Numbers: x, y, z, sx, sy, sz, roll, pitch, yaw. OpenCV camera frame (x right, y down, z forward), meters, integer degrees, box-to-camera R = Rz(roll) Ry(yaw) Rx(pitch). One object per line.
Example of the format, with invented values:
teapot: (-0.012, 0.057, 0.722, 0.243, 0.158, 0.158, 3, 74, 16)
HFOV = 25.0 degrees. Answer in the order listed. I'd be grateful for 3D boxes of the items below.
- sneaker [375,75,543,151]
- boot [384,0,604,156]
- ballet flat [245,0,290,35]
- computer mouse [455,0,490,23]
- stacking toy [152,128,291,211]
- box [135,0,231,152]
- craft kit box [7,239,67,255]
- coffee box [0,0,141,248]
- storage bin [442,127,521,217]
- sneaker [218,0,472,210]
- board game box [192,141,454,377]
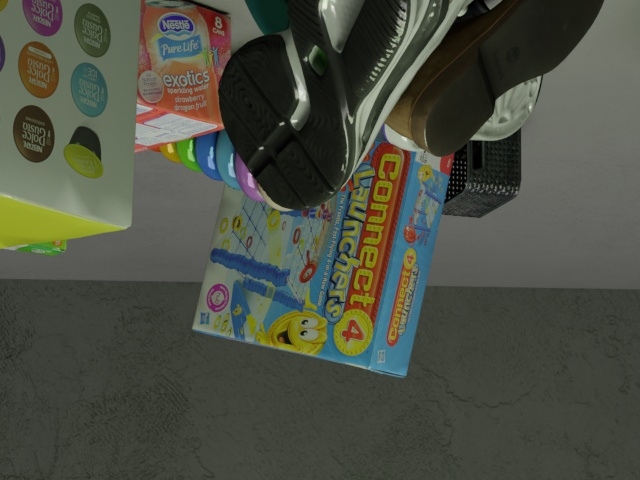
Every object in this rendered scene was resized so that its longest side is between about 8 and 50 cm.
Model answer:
sneaker: (0.102, -0.205, 1.766, 0.236, 0.130, 0.323, 26, -152, 32)
boot: (0.173, -0.212, 1.479, 0.115, 0.305, 0.112, 31, 151, 40)
ballet flat: (-0.021, -0.282, 1.387, 0.123, 0.123, 0.348, 1, 170, 1)
computer mouse: (0.153, -0.276, 1.524, 0.184, 0.060, 0.262, -25, 165, 18)
stacking toy: (-0.155, -0.145, 1.866, 0.330, 0.141, 0.141, 18, 177, 27)
box: (-0.258, -0.189, 1.736, 0.154, 0.142, 0.300, 12, 164, -43)
craft kit box: (-0.433, -0.120, 1.826, 0.246, 0.250, 0.061, 10, 166, -31)
coffee box: (-0.401, -0.177, 1.341, 0.338, 0.334, 0.337, -7, 165, 34)
storage bin: (0.222, -0.110, 2.117, 0.084, 0.122, 0.180, 5, 168, -15)
sneaker: (0.075, -0.190, 1.335, 0.257, 0.169, 0.447, -31, 170, -28)
board game box: (0.000, 0.000, 1.893, 0.302, 0.308, 0.086, 8, 174, 38)
